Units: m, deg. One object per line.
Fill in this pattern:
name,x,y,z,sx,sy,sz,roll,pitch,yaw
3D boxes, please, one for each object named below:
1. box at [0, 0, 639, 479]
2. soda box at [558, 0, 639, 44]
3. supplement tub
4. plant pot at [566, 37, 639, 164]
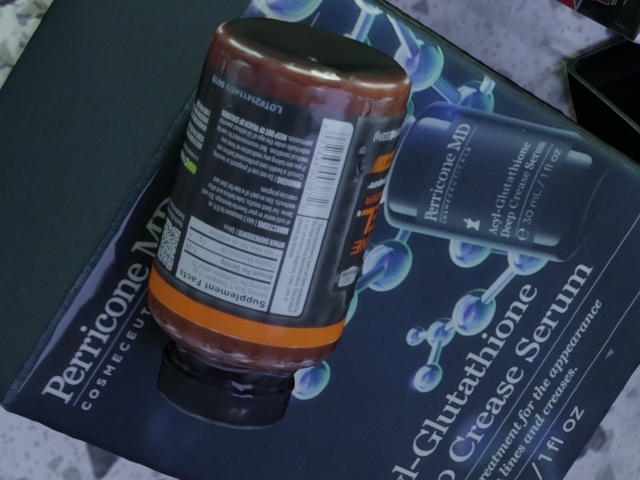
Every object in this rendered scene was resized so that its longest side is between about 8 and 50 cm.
box,0.000,0.000,1.224,0.395,0.212,0.293,27,99,-35
soda box,0.181,-0.169,1.267,0.060,0.169,0.053,15,105,-34
supplement tub,-0.027,-0.006,1.008,0.106,0.106,0.198,4,111,-31
plant pot,0.299,-0.047,1.401,0.187,0.188,0.167,-23,136,-18
